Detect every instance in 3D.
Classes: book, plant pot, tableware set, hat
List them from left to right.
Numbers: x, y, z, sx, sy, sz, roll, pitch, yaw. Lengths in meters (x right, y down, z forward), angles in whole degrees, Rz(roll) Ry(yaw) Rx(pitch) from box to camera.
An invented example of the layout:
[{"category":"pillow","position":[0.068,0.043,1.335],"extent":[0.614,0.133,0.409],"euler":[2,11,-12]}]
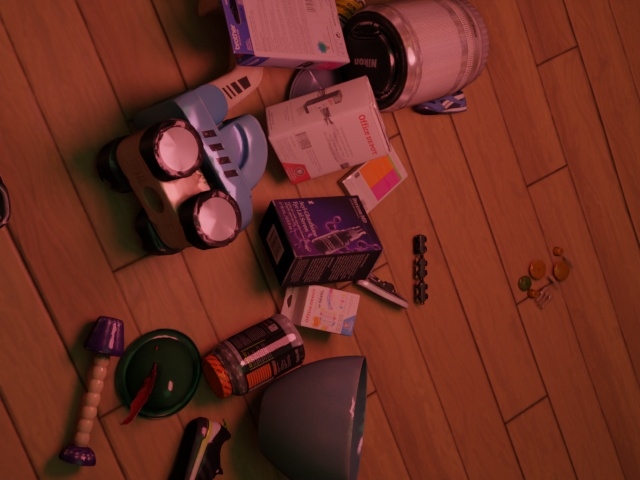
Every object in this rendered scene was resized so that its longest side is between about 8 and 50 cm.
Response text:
[{"category":"hat","position":[-0.282,0.276,1.832],"extent":[0.173,0.183,0.209],"euler":[37,75,-24]},{"category":"plant pot","position":[-0.018,0.370,1.953],"extent":[0.195,0.290,0.290],"euler":[4,90,8]},{"category":"book","position":[0.117,-0.134,2.117],"extent":[0.144,0.035,0.096],"euler":[-42,113,-20]},{"category":"tableware set","position":[0.549,0.080,2.359],"extent":[0.104,0.024,0.154],"euler":[47,72,-18]}]

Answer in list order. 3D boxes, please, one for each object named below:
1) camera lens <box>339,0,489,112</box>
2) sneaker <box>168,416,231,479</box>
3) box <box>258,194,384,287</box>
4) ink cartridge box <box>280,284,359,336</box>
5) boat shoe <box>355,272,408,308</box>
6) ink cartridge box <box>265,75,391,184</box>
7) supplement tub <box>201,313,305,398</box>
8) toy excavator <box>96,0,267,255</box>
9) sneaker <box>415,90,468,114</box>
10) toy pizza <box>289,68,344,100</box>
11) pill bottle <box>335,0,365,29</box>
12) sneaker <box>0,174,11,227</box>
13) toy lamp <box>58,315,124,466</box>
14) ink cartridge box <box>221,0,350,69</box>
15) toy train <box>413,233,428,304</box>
[{"category":"camera lens","position":[0.190,-0.394,2.023],"extent":[0.274,0.219,0.220],"euler":[-20,101,-38]},{"category":"sneaker","position":[-0.237,0.466,1.919],"extent":[0.097,0.084,0.235],"euler":[23,81,-28]},{"category":"box","position":[0.000,0.000,1.978],"extent":[0.207,0.108,0.153],"euler":[-6,54,-28]},{"category":"ink cartridge box","position":[-0.007,0.141,2.026],"extent":[0.143,0.090,0.092],"euler":[14,85,-28]},{"category":"boat shoe","position":[0.141,0.107,2.128],"extent":[0.142,0.049,0.040],"euler":[29,78,-23]},{"category":"ink cartridge box","position":[0.017,-0.219,1.936],"extent":[0.217,0.092,0.159],"euler":[-15,142,9]},{"category":"supplement tub","position":[-0.136,0.236,1.946],"extent":[0.190,0.117,0.117],"euler":[-25,103,-25]},{"category":"toy excavator","position":[-0.208,-0.240,1.869],"extent":[0.445,0.222,0.433],"euler":[-38,108,-36]},{"category":"sneaker","position":[0.270,-0.313,2.181],"extent":[0.144,0.053,0.059],"euler":[-9,97,-36]},{"category":"toy pizza","position":[0.019,-0.287,2.059],"extent":[0.201,0.032,0.201],"euler":[0,90,-28]},{"category":"pill bottle","position":[0.042,-0.468,2.046],"extent":[0.065,0.065,0.116],"euler":[35,76,-24]},{"category":"sneaker","position":[-0.608,-0.005,1.666],"extent":[0.101,0.153,0.269],"euler":[18,83,-27]},{"category":"toy lamp","position":[-0.426,0.279,1.817],"extent":[0.080,0.080,0.275],"euler":[16,84,-27]},{"category":"ink cartridge box","position":[-0.085,-0.429,1.872],"extent":[0.311,0.065,0.186],"euler":[-7,82,-47]},{"category":"toy train","position":[0.224,0.065,2.177],"extent":[0.027,0.036,0.158],"euler":[-2,91,-24]}]
